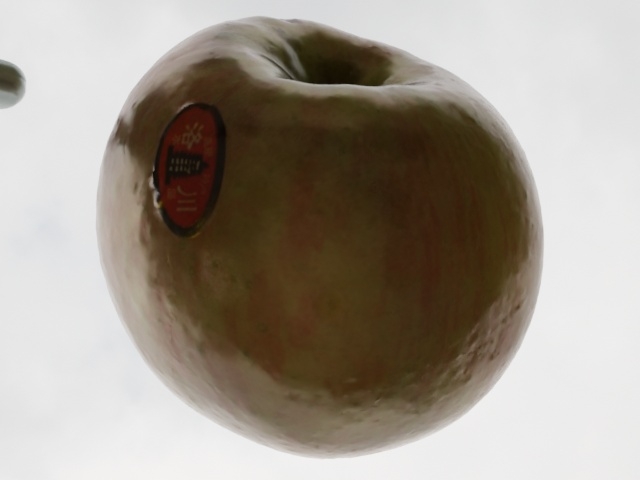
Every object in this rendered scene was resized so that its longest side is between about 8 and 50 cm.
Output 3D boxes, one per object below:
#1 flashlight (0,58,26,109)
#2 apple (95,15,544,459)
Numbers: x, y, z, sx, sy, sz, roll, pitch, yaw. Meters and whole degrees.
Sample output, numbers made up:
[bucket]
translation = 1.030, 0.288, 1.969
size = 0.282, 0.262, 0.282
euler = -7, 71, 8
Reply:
[flashlight]
translation = -0.374, -0.173, 1.371
size = 0.200, 0.093, 0.048
euler = 14, -115, -45
[apple]
translation = 0.000, 0.000, 1.244
size = 0.391, 0.391, 0.347
euler = 6, -66, -4
